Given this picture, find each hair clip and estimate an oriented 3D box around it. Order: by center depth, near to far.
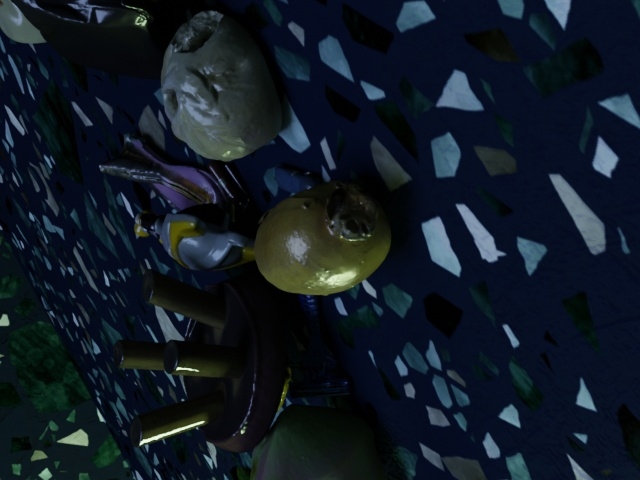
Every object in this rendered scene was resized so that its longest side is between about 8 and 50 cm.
[{"bbox_3d":[-0.245,-0.091,1.943,0.358,0.095,0.110,25,103,43],"label":"hair clip"}]

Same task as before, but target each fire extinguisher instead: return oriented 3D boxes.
[{"bbox_3d":[-0.131,-0.085,1.754,0.046,0.032,0.100,-43,76,27],"label":"fire extinguisher"}]

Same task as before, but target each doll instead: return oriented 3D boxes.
[{"bbox_3d":[-0.031,-0.078,1.553,0.125,0.027,0.037,27,138,58],"label":"doll"},{"bbox_3d":[-0.199,-0.010,1.807,0.145,0.103,0.316,49,162,-25],"label":"doll"}]

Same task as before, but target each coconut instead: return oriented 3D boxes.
[{"bbox_3d":[-0.008,0.351,1.752,0.204,0.236,0.236,-14,106,31],"label":"coconut"}]

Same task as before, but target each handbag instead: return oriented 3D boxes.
[{"bbox_3d":[-0.294,-0.288,1.584,0.332,0.191,0.075,70,-148,-82],"label":"handbag"}]

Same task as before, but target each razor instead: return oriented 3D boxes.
[{"bbox_3d":[-0.021,0.086,1.680,0.056,0.093,0.324,-87,-11,-60],"label":"razor"}]

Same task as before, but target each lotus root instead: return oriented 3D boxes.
[{"bbox_3d":[-0.002,0.003,1.425,0.131,0.146,0.303,68,160,1],"label":"lotus root"}]

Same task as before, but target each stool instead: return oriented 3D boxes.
[{"bbox_3d":[-0.184,0.180,1.736,0.272,0.178,0.272,-19,68,58],"label":"stool"}]

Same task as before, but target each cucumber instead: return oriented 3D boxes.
[{"bbox_3d":[-0.131,0.519,2.389,0.168,0.039,0.039,42,150,42],"label":"cucumber"}]

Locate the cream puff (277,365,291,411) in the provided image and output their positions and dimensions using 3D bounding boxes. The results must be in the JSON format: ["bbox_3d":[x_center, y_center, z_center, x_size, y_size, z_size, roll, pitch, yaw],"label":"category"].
[{"bbox_3d":[-0.106,0.213,1.913,0.146,0.146,0.116,42,109,38],"label":"cream puff"}]

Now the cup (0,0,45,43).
[{"bbox_3d":[-0.447,-0.466,1.873,0.173,0.255,0.202,1,129,15],"label":"cup"}]

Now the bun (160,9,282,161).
[{"bbox_3d":[-0.143,-0.199,1.523,0.178,0.128,0.193,17,129,60],"label":"bun"}]

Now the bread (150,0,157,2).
[{"bbox_3d":[-0.268,-0.438,1.505,0.260,0.147,0.160,29,151,29],"label":"bread"}]
